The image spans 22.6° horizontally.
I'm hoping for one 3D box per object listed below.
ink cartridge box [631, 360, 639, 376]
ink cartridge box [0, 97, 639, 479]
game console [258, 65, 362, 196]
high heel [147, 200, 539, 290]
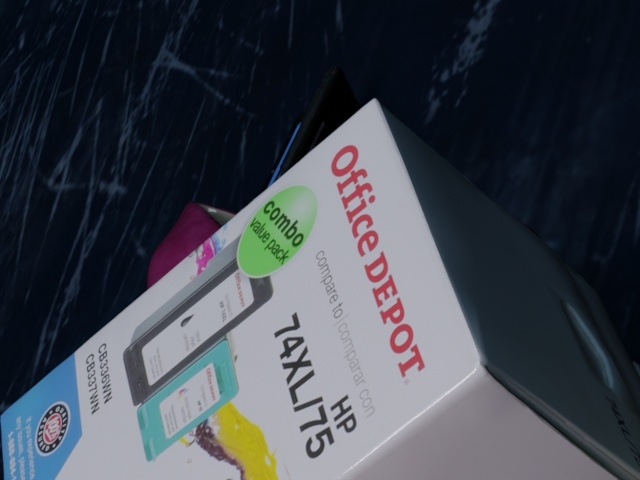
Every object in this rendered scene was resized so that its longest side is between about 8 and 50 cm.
[{"bbox_3d":[0.126,0.191,0.839,0.219,0.092,0.160,-39,37,19],"label":"ink cartridge box"},{"bbox_3d":[0.010,0.116,0.780,0.270,0.197,0.198,-40,37,17],"label":"ink cartridge box"},{"bbox_3d":[-0.024,-0.069,1.264,0.071,0.107,0.122,16,70,23],"label":"game console"},{"bbox_3d":[0.000,0.000,1.110,0.377,0.127,0.181,-21,57,41],"label":"high heel"}]
